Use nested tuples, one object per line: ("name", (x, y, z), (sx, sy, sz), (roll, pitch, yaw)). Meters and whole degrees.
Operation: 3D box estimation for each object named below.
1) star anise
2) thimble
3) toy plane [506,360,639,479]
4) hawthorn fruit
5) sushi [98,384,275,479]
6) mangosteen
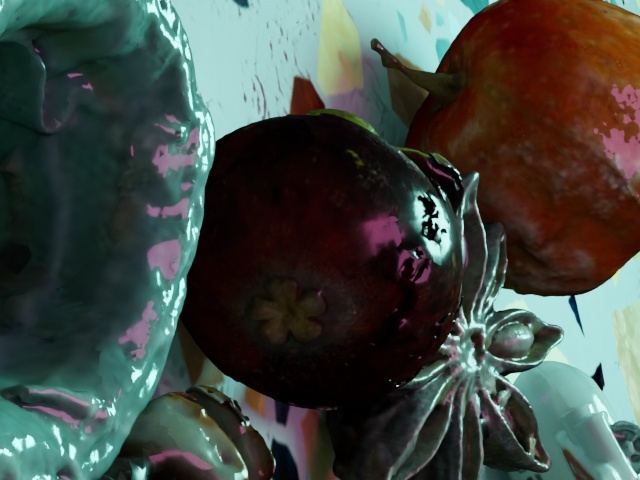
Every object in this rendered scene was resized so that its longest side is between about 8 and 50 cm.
("star anise", (0.069, 0.078, 0.855), (0.236, 0.109, 0.223), (-28, 103, -45))
("thimble", (-0.137, -0.013, 0.421), (0.235, 0.143, 0.198), (-42, 132, -59))
("toy plane", (0.231, 0.223, 1.072), (0.252, 0.118, 0.252), (159, -90, -86))
("hawthorn fruit", (0.155, -0.090, 0.979), (0.272, 0.242, 0.242), (29, 51, -24))
("sushi", (-0.078, 0.222, 0.502), (0.130, 0.124, 0.332), (20, 63, -59))
("mangosteen", (0.000, 0.000, 0.691), (0.180, 0.166, 0.166), (-74, 144, -53))
